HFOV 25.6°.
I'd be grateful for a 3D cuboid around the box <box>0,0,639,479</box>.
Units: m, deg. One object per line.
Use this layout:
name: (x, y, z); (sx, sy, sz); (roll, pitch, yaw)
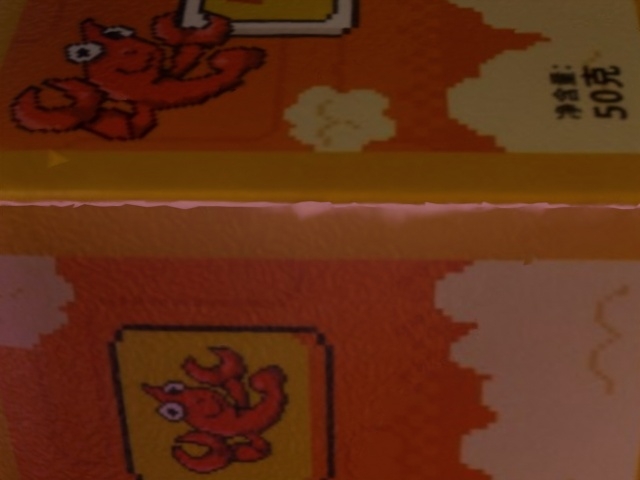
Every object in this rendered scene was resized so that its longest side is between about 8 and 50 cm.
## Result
box: (0.000, 0.000, 0.491); (0.214, 0.283, 0.259); (-1, 129, 2)
